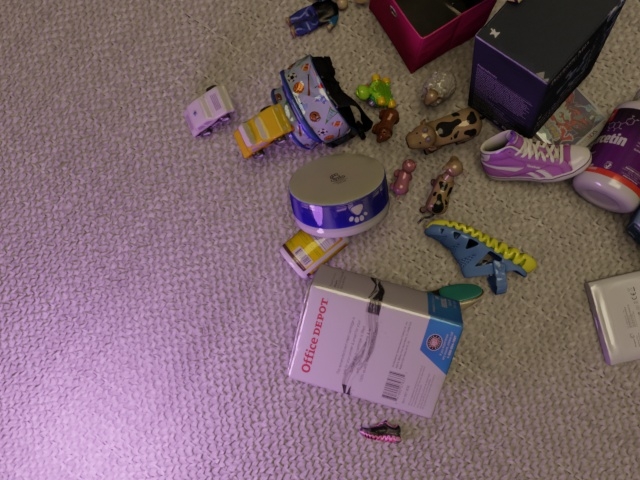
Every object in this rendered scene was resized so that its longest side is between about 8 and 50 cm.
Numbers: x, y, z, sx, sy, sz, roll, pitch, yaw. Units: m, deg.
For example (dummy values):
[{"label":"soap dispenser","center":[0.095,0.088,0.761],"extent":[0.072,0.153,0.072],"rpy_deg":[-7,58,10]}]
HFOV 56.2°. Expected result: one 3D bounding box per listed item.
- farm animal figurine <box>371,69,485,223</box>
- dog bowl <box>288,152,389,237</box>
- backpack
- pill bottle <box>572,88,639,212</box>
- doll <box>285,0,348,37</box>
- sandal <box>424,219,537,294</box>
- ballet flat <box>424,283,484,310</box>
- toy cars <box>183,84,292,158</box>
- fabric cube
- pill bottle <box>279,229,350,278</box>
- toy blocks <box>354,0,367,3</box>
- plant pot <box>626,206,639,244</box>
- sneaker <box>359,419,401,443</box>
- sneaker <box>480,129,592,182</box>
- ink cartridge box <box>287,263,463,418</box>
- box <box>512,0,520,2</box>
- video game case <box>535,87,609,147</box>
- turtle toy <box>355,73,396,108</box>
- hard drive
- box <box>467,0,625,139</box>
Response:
[{"label":"farm animal figurine","center":[0.315,-0.262,1.638],"extent":[0.327,0.172,0.330],"rpy_deg":[-37,95,-6]},{"label":"dog bowl","center":[0.050,-0.126,1.611],"extent":[0.265,0.264,0.104],"rpy_deg":[-10,126,2]},{"label":"backpack","center":[-0.015,-0.378,1.634],"extent":[0.213,0.263,0.276],"rpy_deg":[-32,85,7]},{"label":"pill bottle","center":[0.839,-0.247,1.621],"extent":[0.182,0.181,0.322],"rpy_deg":[31,87,5]},{"label":"doll","center":[-0.008,-0.672,1.767],"extent":[0.189,0.046,0.129],"rpy_deg":[-23,86,1]},{"label":"sandal","center":[0.428,0.045,1.652],"extent":[0.318,0.126,0.138],"rpy_deg":[27,91,6]},{"label":"ballet flat","center":[0.329,0.175,1.669],"extent":[0.249,0.086,0.086],"rpy_deg":[-6,85,6]},{"label":"toy cars","center":[-0.253,-0.323,1.639],"extent":[0.394,0.087,0.176],"rpy_deg":[25,119,30]},{"label":"fabric cube","center":[0.301,-0.664,1.645],"extent":[0.259,0.258,0.254],"rpy_deg":[-32,85,0]},{"label":"pill bottle","center":[0.000,0.000,1.676],"extent":[0.215,0.117,0.117],"rpy_deg":[-39,85,-1]},{"label":"toy blocks","center":[0.088,-0.776,1.761],"extent":[0.123,0.054,0.148],"rpy_deg":[9,61,-12]},{"label":"plant pot","center":[0.959,-0.061,1.564],"extent":[0.252,0.247,0.247],"rpy_deg":[-40,73,11]},{"label":"sneaker","center":[0.168,0.528,1.668],"extent":[0.120,0.047,0.057],"rpy_deg":[8,64,3]},{"label":"sneaker","center":[0.568,-0.232,1.597],"extent":[0.282,0.161,0.102],"rpy_deg":[-5,61,24]},{"label":"ink cartridge box","center":[0.141,0.259,1.581],"extent":[0.395,0.166,0.285],"rpy_deg":[16,110,4]},{"label":"box","center":[0.386,-0.623,1.400],"extent":[0.058,0.087,0.232],"rpy_deg":[-46,40,-2]},{"label":"video game case","center":[0.698,-0.346,1.716],"extent":[0.183,0.023,0.201],"rpy_deg":[-42,84,-1]},{"label":"turtle toy","center":[0.156,-0.420,1.712],"extent":[0.066,0.130,0.095],"rpy_deg":[-20,77,41]},{"label":"hard drive","center":[0.936,0.188,1.649],"extent":[0.353,0.047,0.232],"rpy_deg":[-13,84,2]},{"label":"box","center":[0.558,-0.474,1.533],"extent":[0.212,0.395,0.293],"rpy_deg":[41,89,17]}]
